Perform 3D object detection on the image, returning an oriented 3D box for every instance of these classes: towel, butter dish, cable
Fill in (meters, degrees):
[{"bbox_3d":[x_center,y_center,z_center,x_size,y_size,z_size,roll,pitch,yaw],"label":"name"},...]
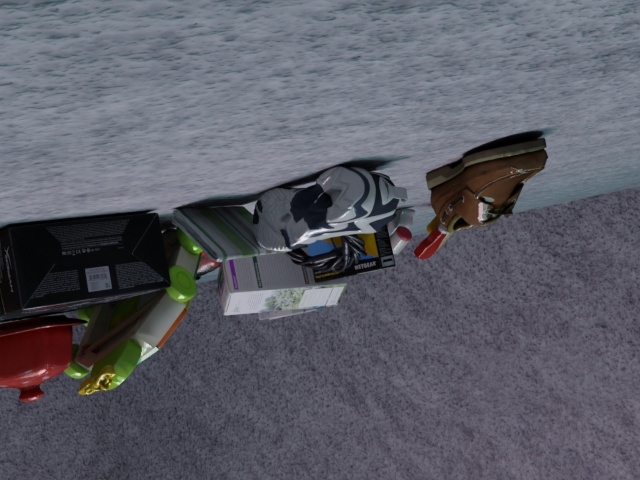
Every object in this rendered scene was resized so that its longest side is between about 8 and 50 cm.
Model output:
[{"bbox_3d":[-0.129,-0.009,1.341,0.152,0.113,0.023,-5,132,-53],"label":"towel"},{"bbox_3d":[-0.429,0.175,1.353,0.159,0.118,0.160,-10,177,4],"label":"butter dish"},{"bbox_3d":[0.000,0.000,1.654,0.150,0.047,0.184,34,146,-16],"label":"cable"}]

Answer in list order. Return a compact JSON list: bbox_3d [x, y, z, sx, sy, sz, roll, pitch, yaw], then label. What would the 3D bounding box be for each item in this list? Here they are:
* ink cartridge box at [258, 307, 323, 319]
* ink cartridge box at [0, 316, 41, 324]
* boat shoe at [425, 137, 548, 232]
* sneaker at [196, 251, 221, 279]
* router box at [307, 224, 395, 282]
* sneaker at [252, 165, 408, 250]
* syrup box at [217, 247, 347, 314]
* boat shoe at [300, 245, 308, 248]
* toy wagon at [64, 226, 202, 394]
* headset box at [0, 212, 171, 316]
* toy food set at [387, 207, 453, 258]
[{"bbox_3d":[-0.068,0.108,1.971,0.060,0.104,0.180,-13,176,28],"label":"ink cartridge box"},{"bbox_3d":[-0.690,0.147,1.487,0.285,0.166,0.395,-12,177,28],"label":"ink cartridge box"},{"bbox_3d":[0.252,-0.076,1.365,0.110,0.105,0.307,-10,176,-13],"label":"boat shoe"},{"bbox_3d":[-0.301,0.077,1.870,0.276,0.135,0.097,-14,174,21],"label":"sneaker"},{"bbox_3d":[0.049,0.000,1.715,0.046,0.133,0.179,-9,176,-43],"label":"router box"},{"bbox_3d":[0.022,-0.040,1.295,0.153,0.094,0.235,3,158,-40],"label":"sneaker"},{"bbox_3d":[-0.077,0.077,1.822,0.236,0.096,0.093,-3,148,-16],"label":"syrup box"},{"bbox_3d":[0.024,-0.008,1.917,0.226,0.083,0.076,-12,175,0],"label":"boat shoe"},{"bbox_3d":[-0.293,0.120,1.440,0.267,0.068,0.344,-35,-153,25],"label":"toy wagon"},{"bbox_3d":[-0.383,0.047,1.314,0.218,0.110,0.293,-8,175,-39],"label":"headset box"},{"bbox_3d":[0.224,-0.034,2.077,0.232,0.111,0.104,5,136,-38],"label":"toy food set"}]
